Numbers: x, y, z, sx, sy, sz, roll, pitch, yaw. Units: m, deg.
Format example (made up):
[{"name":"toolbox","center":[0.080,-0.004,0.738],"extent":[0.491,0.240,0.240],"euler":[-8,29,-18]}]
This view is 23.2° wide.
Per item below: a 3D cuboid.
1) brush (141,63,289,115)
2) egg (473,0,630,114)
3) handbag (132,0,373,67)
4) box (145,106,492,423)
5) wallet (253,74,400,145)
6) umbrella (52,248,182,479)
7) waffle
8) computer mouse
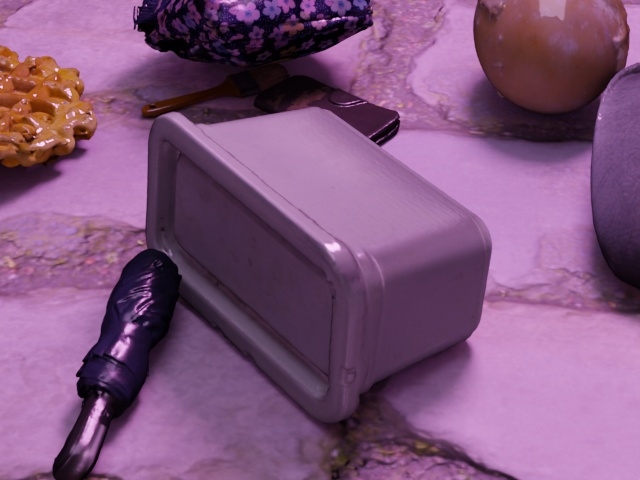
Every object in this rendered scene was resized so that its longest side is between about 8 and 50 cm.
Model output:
[{"name":"brush","center":[-0.116,-0.163,1.710],"extent":[0.169,0.014,0.043],"euler":[-17,37,-17]},{"name":"egg","center":[0.240,-0.220,1.632],"extent":[0.164,0.164,0.201],"euler":[-6,39,-3]},{"name":"handbag","center":[-0.076,-0.253,1.703],"extent":[0.228,0.127,0.207],"euler":[-14,5,-28]},{"name":"box","center":[0.000,0.000,1.371],"extent":[0.182,0.175,0.312],"euler":[-18,39,-31]},{"name":"wallet","center":[0.008,-0.137,1.662],"extent":[0.156,0.018,0.082],"euler":[28,47,35]},{"name":"umbrella","center":[-0.168,0.108,1.326],"extent":[0.070,0.071,0.248],"euler":[3,42,8]},{"name":"waffle","center":[-0.374,-0.135,1.644],"extent":[0.280,0.060,0.262],"euler":[-13,31,-24]},{"name":"computer mouse","center":[0.367,-0.089,1.493],"extent":[0.203,0.114,0.374],"euler":[8,38,16]}]
